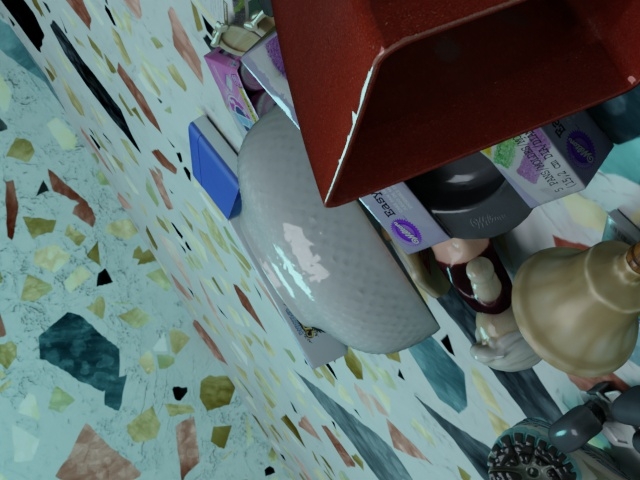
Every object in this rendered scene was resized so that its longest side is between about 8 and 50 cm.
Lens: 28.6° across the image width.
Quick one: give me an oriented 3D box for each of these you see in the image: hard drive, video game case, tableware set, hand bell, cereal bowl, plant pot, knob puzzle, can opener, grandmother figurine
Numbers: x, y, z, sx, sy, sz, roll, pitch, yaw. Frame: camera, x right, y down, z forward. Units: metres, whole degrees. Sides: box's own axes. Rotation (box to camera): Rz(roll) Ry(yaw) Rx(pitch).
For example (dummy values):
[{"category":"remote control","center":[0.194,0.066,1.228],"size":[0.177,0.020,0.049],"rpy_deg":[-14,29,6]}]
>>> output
[{"category":"hard drive","center":[-0.117,-0.045,2.152],"size":[0.319,0.040,0.210],"rpy_deg":[51,164,16]},{"category":"video game case","center":[0.287,0.033,1.145],"size":[0.087,0.011,0.122],"rpy_deg":[47,162,26]},{"category":"tableware set","center":[-0.037,-0.213,1.414],"size":[0.168,0.020,0.141],"rpy_deg":[26,156,-23]},{"category":"video game case","center":[-0.034,0.017,1.784],"size":[0.244,0.061,0.269],"rpy_deg":[62,-168,-17]},{"category":"hand bell","center":[0.266,0.012,1.015],"size":[0.126,0.126,0.242],"rpy_deg":[53,149,9]},{"category":"cereal bowl","center":[0.000,0.000,1.520],"size":[0.339,0.141,0.339],"rpy_deg":[58,-176,-6]},{"category":"plant pot","center":[0.090,-0.210,0.830],"size":[0.267,0.267,0.236],"rpy_deg":[112,136,-72]},{"category":"knob puzzle","center":[0.095,-0.012,1.416],"size":[0.213,0.030,0.213],"rpy_deg":[57,-162,-31]},{"category":"can opener","center":[0.308,0.195,1.252],"size":[0.076,0.095,0.283],"rpy_deg":[55,171,-1]},{"category":"grandmother figurine","center":[0.156,0.005,1.345],"size":[0.342,0.104,0.208],"rpy_deg":[60,-168,-24]}]

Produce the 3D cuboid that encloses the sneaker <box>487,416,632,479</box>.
[{"category":"sneaker","center":[0.329,0.290,1.424],"size":[0.283,0.110,0.122],"rpy_deg":[37,-156,9]}]

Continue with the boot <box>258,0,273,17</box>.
[{"category":"boot","center":[-0.115,-0.431,1.201],"size":[0.445,0.146,0.367],"rpy_deg":[57,167,-22]}]

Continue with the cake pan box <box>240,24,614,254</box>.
[{"category":"cake pan box","center":[0.090,-0.120,1.106],"size":[0.267,0.070,0.245],"rpy_deg":[50,146,-15]}]

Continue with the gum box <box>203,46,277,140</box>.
[{"category":"gum box","center":[-0.080,-0.186,1.707],"size":[0.107,0.062,0.188],"rpy_deg":[32,152,56]}]

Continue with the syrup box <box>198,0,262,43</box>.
[{"category":"syrup box","center":[-0.132,-0.354,1.459],"size":[0.237,0.093,0.096],"rpy_deg":[51,164,18]}]
